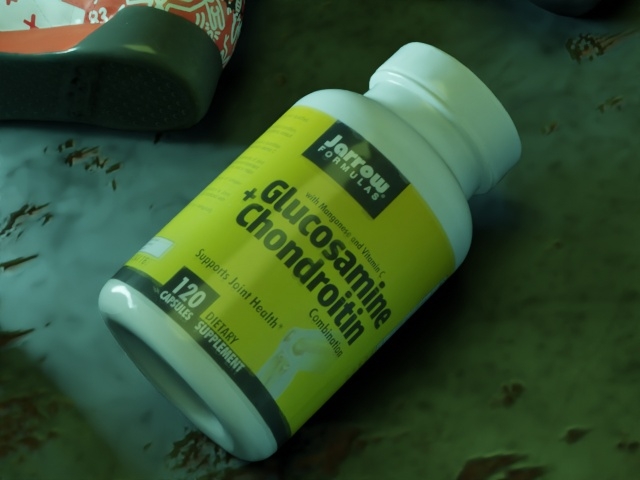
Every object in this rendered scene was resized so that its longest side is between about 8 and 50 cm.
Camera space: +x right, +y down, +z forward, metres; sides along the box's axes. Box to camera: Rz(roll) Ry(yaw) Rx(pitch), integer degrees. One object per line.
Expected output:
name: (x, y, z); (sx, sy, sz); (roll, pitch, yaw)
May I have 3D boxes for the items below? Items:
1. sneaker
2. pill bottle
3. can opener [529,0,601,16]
sneaker: (-0.163, -0.141, 0.923); (0.270, 0.090, 0.145); (8, 57, 17)
pill bottle: (0.000, 0.000, 0.763); (0.103, 0.103, 0.184); (35, 72, 33)
can opener: (0.075, -0.155, 0.880); (0.186, 0.073, 0.059); (14, 69, 35)
